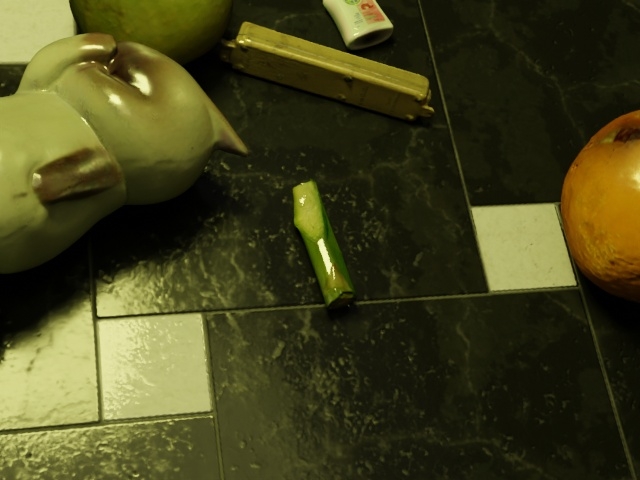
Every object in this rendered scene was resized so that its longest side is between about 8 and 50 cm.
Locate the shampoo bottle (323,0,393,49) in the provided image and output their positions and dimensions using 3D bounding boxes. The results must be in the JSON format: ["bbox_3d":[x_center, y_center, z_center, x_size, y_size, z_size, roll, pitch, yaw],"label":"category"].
[{"bbox_3d":[0.049,-0.316,1.475,0.072,0.043,0.099,-19,68,-21],"label":"shampoo bottle"}]

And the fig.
[{"bbox_3d":[-0.219,-0.329,1.324,0.207,0.230,0.207,-17,32,11],"label":"fig"}]

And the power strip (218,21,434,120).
[{"bbox_3d":[0.007,-0.224,1.404,0.306,0.064,0.044,16,58,-4],"label":"power strip"}]

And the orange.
[{"bbox_3d":[0.419,-0.043,1.298,0.246,0.246,0.246,5,62,-10],"label":"orange"}]

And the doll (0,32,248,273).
[{"bbox_3d":[-0.289,-0.099,1.193,0.370,0.226,0.215,-37,41,-22],"label":"doll"}]

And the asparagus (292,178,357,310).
[{"bbox_3d":[0.000,0.000,1.300,0.045,0.041,0.178,-8,63,-25],"label":"asparagus"}]
